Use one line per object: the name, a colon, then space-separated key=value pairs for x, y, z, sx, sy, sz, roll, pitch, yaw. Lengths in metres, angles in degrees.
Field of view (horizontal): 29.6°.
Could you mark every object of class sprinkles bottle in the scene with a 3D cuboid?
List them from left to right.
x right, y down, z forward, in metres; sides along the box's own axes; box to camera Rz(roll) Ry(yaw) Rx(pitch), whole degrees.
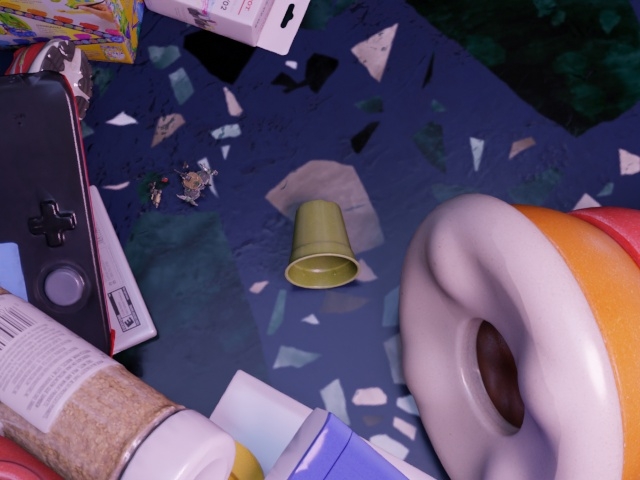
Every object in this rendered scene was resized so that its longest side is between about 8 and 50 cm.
sprinkles bottle: x=-0.250 y=0.142 z=1.129 sx=0.355 sy=0.121 sz=0.121 roll=30 pitch=77 yaw=21

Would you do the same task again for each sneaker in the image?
sneaker: x=-0.348 y=-0.099 z=1.365 sx=0.118 sy=0.107 sz=0.279 roll=6 pitch=67 yaw=40

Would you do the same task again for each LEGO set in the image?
LEGO set: x=-0.154 y=-0.062 z=1.387 sx=0.083 sy=0.023 sz=0.054 roll=-2 pitch=72 yaw=15

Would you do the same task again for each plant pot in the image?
plant pot: x=0.000 y=0.000 z=1.336 sx=0.083 sy=0.083 sz=0.079 roll=-5 pitch=63 yaw=1

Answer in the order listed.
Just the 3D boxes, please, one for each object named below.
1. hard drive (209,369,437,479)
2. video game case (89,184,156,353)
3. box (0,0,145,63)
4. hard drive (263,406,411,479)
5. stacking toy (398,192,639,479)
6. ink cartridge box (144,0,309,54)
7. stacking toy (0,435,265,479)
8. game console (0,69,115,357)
hard drive: x=-0.003 y=0.298 z=1.267 sx=0.307 sy=0.040 sz=0.203 roll=28 pitch=77 yaw=10
video game case: x=-0.298 y=0.055 z=1.356 sx=0.173 sy=0.022 sz=0.190 roll=-24 pitch=76 yaw=-5
box: x=-0.292 y=-0.392 z=1.348 sx=0.177 sy=0.279 sz=0.290 roll=7 pitch=74 yaw=4
hard drive: x=0.049 y=0.335 z=1.150 sx=0.318 sy=0.040 sz=0.210 roll=43 pitch=73 yaw=-26
stacking toy: x=0.349 y=0.084 z=1.227 sx=0.480 sy=0.350 sz=0.351 roll=-14 pitch=73 yaw=-22
ink cartridge box: x=-0.107 y=-0.300 z=1.427 sx=0.181 sy=0.061 sz=0.104 roll=20 pitch=76 yaw=7
stacking toy: x=-0.233 y=0.293 z=1.168 sx=0.309 sy=0.130 sz=0.279 roll=22 pitch=53 yaw=15
game console: x=-0.419 y=0.013 z=1.256 sx=0.386 sy=0.060 sz=0.342 roll=-6 pitch=106 yaw=4
